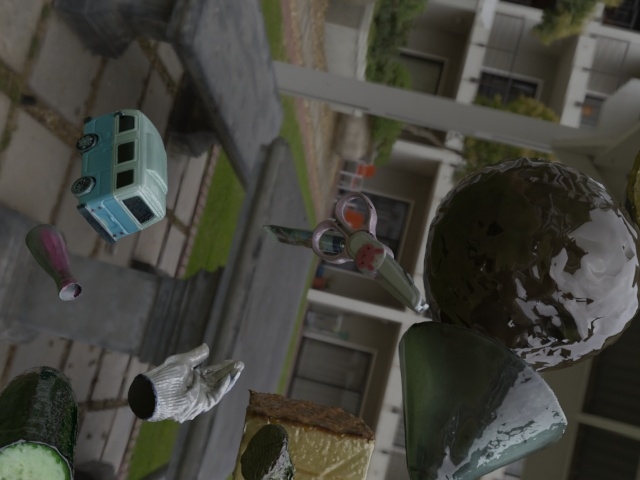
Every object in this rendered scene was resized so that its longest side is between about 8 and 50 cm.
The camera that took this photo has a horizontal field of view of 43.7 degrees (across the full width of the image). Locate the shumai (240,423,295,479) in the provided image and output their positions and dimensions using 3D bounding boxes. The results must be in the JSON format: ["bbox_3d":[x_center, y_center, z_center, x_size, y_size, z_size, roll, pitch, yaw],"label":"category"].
[{"bbox_3d":[-0.087,0.421,1.529,0.087,0.099,0.123,45,60,-31],"label":"shumai"}]

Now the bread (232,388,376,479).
[{"bbox_3d":[-0.044,0.464,1.730,0.279,0.279,0.207,160,-58,-84],"label":"bread"}]

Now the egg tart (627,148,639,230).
[{"bbox_3d":[0.481,-0.055,0.844,0.115,0.291,0.290,-82,-178,-55],"label":"egg tart"}]

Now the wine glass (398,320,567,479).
[{"bbox_3d":[0.123,0.340,1.035,0.406,0.267,0.267,-52,164,-31],"label":"wine glass"}]

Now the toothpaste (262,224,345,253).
[{"bbox_3d":[0.000,0.000,1.422,0.062,0.216,0.037,62,43,-53],"label":"toothpaste"}]

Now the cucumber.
[{"bbox_3d":[-0.331,0.202,0.934,0.063,0.115,0.244,-58,-157,6],"label":"cucumber"}]

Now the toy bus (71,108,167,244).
[{"bbox_3d":[-0.398,-0.146,1.628,0.133,0.165,0.271,61,14,-49],"label":"toy bus"}]

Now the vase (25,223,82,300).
[{"bbox_3d":[-0.646,0.056,1.951,0.214,0.086,0.086,50,-34,35],"label":"vase"}]

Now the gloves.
[{"bbox_3d":[-0.222,0.238,1.339,0.229,0.119,0.097,-11,163,-46],"label":"gloves"}]

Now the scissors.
[{"bbox_3d":[0.076,0.027,1.171,0.118,0.242,0.030,-50,139,9],"label":"scissors"}]

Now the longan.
[{"bbox_3d":[0.365,0.048,1.417,0.391,0.391,0.390,14,90,-86],"label":"longan"}]
